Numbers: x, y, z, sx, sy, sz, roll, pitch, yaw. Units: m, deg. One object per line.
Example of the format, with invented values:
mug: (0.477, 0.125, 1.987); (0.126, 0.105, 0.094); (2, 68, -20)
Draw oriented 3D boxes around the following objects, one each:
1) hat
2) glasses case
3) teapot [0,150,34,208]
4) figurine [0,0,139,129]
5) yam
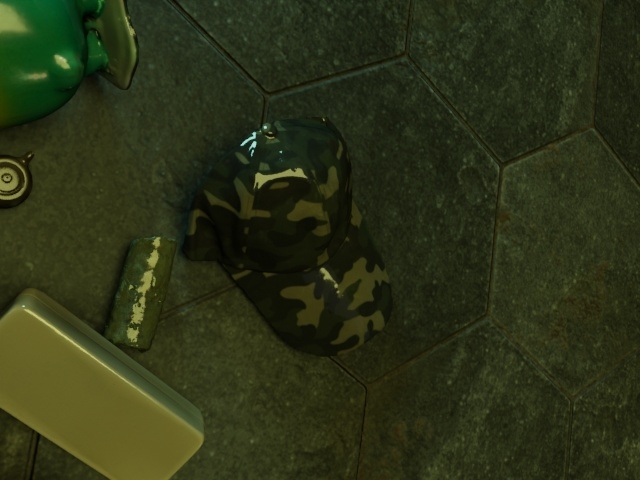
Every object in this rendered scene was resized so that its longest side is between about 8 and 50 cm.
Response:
hat: (0.000, 0.000, 1.117); (0.366, 0.257, 0.381); (-42, 89, -23)
glasses case: (-0.329, 0.221, 0.948); (0.144, 0.076, 0.336); (-44, 111, 2)
teapot: (-0.445, -0.078, 0.926); (0.076, 0.068, 0.121); (46, 67, -20)
figurine: (-0.426, -0.248, 0.851); (0.340, 0.323, 0.231); (-29, 57, -33)
yam: (-0.275, 0.079, 1.016); (0.078, 0.078, 0.179); (17, 79, -29)
